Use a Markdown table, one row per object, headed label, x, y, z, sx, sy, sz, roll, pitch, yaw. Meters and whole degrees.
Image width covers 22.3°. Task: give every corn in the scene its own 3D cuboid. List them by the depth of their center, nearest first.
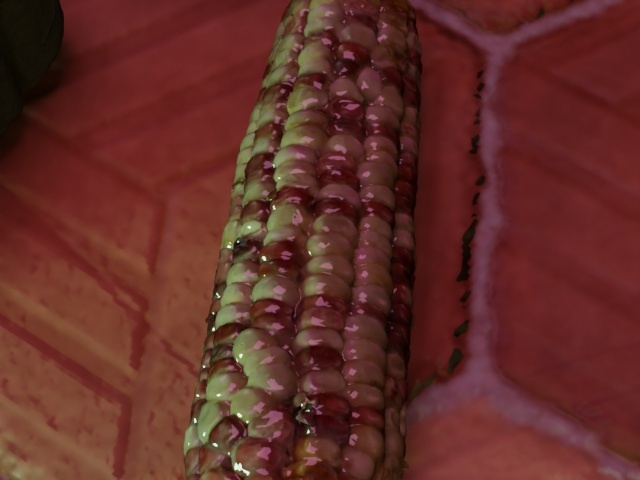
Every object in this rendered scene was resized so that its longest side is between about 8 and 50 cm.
| label | x | y | z | sx | sy | sz | roll | pitch | yaw |
| --- | --- | --- | --- | --- | --- | --- | --- | --- | --- |
| corn | 0.000 | 0.000 | 0.576 | 0.080 | 0.079 | 0.237 | 2 | 62 | 10 |

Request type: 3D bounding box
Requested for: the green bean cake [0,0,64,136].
| label | x | y | z | sx | sy | sz | roll | pitch | yaw |
| --- | --- | --- | --- | --- | --- | --- | --- | --- | --- |
| green bean cake | -0.214 | -0.069 | 0.636 | 0.185 | 0.094 | 0.183 | 25 | 68 | 19 |
